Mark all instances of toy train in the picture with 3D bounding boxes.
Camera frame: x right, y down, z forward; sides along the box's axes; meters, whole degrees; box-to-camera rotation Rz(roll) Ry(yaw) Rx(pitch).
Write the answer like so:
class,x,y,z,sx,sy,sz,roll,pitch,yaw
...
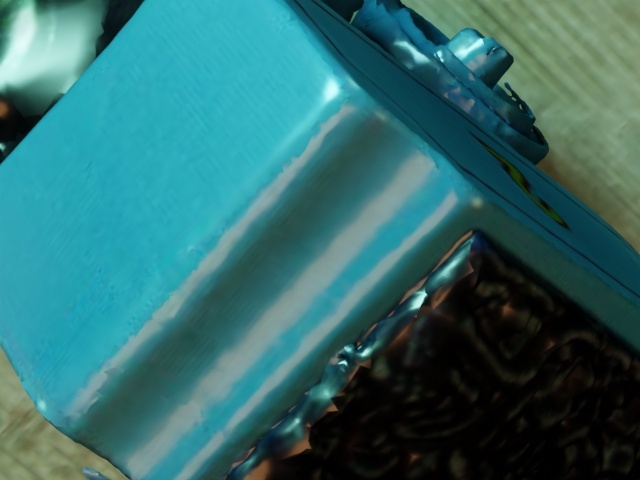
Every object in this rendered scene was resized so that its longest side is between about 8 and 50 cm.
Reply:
class,x,y,z,sx,sy,sz,roll,pitch,yaw
toy train,0.000,0.000,0.661,0.188,0.265,0.300,-46,139,12
